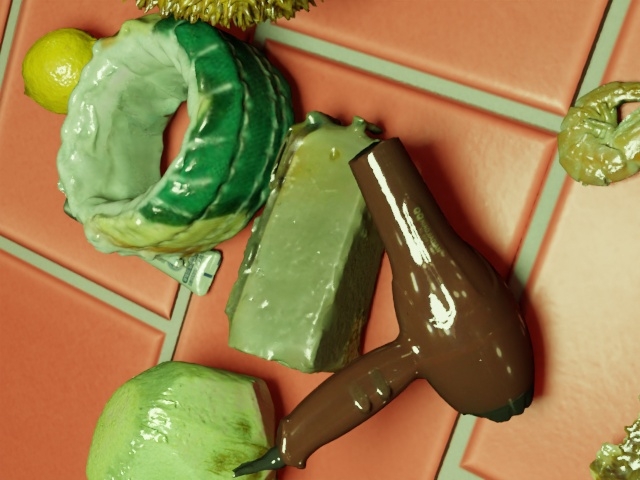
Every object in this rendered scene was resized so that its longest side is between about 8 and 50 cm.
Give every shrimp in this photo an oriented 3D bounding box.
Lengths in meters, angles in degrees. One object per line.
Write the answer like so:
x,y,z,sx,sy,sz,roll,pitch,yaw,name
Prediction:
0.318,-0.123,0.943,0.180,0.041,0.099,-32,63,26,shrimp

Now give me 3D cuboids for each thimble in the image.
-0.172,-0.114,1.102,0.254,0.167,0.288,29,100,32,thimble

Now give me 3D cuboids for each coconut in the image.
-0.145,0.254,1.100,0.204,0.236,0.236,-29,78,49,coconut

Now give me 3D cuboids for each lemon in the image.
-0.325,-0.219,1.223,0.133,0.109,0.109,-26,80,17,lemon

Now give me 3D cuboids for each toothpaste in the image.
-0.234,-0.003,1.224,0.239,0.039,0.062,26,94,22,toothpaste

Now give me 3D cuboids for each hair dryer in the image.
0.030,0.102,0.953,0.340,0.123,0.312,-33,96,-11,hair dryer

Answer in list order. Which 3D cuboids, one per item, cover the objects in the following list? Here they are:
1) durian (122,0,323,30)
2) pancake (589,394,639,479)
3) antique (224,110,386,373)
-0.103,-0.385,0.961,0.347,0.347,0.384,-42,53,22,durian
0.397,0.202,0.911,0.266,0.057,0.244,0,86,23,pancake
0.000,0.000,1.063,0.125,0.150,0.284,16,91,23,antique
